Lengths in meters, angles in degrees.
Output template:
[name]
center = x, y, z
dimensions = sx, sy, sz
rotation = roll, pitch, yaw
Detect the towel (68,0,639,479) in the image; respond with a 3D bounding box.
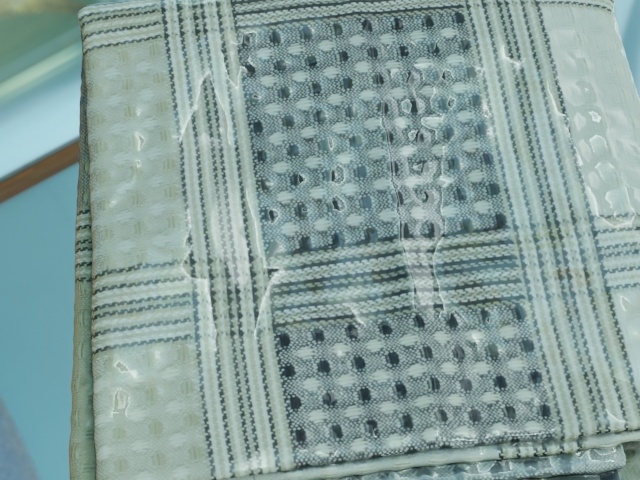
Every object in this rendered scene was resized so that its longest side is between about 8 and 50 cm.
[towel]
center = 0.030, 0.004, 0.567
dimensions = 0.056, 0.312, 0.324
rotation = 103, -17, -66
